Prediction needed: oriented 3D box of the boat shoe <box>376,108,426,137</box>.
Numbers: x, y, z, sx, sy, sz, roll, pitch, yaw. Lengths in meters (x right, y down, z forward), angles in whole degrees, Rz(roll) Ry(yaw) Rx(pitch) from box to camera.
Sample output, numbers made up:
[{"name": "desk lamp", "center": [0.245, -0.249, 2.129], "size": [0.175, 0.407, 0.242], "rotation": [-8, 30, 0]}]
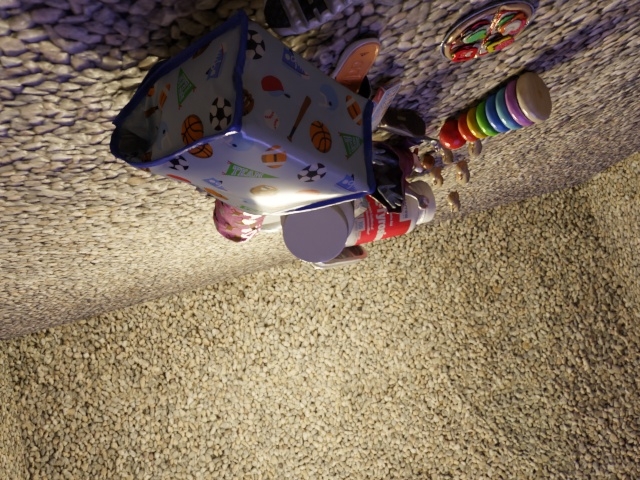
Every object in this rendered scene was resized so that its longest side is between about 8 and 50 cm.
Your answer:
[{"name": "boat shoe", "center": [0.213, -0.323, 1.433], "size": [0.190, 0.068, 0.072], "rotation": [7, 169, -41]}]

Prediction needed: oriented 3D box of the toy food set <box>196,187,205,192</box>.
[{"name": "toy food set", "center": [-0.240, -0.195, 1.323], "size": [0.232, 0.111, 0.104], "rotation": [-4, 137, -5]}]

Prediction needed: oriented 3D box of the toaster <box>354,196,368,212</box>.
[{"name": "toaster", "center": [0.054, -0.124, 1.801], "size": [0.227, 0.129, 0.146], "rotation": [-25, 175, 7]}]

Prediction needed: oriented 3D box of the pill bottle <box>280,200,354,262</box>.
[{"name": "pill bottle", "center": [-0.006, -0.089, 1.498], "size": [0.210, 0.210, 0.363], "rotation": [-18, -158, 11]}]

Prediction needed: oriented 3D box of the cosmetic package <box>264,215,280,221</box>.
[{"name": "cosmetic package", "center": [-0.213, -0.108, 1.850], "size": [0.231, 0.086, 0.117], "rotation": [-11, 169, -20]}]

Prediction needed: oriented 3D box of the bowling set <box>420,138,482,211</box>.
[{"name": "bowling set", "center": [0.432, -0.254, 1.806], "size": [0.199, 0.287, 0.154], "rotation": [16, 173, 20]}]

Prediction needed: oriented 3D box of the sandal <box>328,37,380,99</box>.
[{"name": "sandal", "center": [0.064, -0.328, 1.111], "size": [0.102, 0.076, 0.265], "rotation": [-13, 169, -15]}]

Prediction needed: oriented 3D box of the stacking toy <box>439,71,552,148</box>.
[{"name": "stacking toy", "center": [0.484, -0.358, 1.505], "size": [0.141, 0.141, 0.330], "rotation": [-7, 174, -40]}]

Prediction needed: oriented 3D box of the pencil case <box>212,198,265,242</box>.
[{"name": "pencil case", "center": [-0.231, -0.111, 1.577], "size": [0.160, 0.167, 0.386], "rotation": [-20, 173, -22]}]

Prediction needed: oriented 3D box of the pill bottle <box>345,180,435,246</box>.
[{"name": "pill bottle", "center": [0.237, -0.120, 2.051], "size": [0.407, 0.229, 0.229], "rotation": [-13, 169, -18]}]

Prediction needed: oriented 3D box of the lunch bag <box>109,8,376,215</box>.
[{"name": "lunch bag", "center": [-0.146, -0.182, 0.931], "size": [0.385, 0.239, 0.327], "rotation": [-14, 155, 42]}]

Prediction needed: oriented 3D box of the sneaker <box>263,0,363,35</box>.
[{"name": "sneaker", "center": [0.048, -0.383, 0.751], "size": [0.292, 0.110, 0.118], "rotation": [-21, 177, 27]}]

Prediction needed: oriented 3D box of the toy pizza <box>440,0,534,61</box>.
[{"name": "toy pizza", "center": [0.355, -0.435, 1.102], "size": [0.201, 0.032, 0.201], "rotation": [-15, 170, -3]}]

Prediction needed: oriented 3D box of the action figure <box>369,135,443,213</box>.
[{"name": "action figure", "center": [0.224, -0.221, 1.615], "size": [0.275, 0.248, 0.370], "rotation": [17, -154, 14]}]

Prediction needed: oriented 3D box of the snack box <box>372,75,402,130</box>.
[{"name": "snack box", "center": [0.140, -0.321, 1.265], "size": [0.064, 0.022, 0.178], "rotation": [-35, 168, -29]}]

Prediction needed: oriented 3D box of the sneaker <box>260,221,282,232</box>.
[{"name": "sneaker", "center": [-0.140, -0.108, 1.997], "size": [0.258, 0.094, 0.091], "rotation": [-19, 149, 1]}]

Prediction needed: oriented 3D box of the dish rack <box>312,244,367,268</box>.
[{"name": "dish rack", "center": [0.000, 0.000, 2.097], "size": [0.285, 0.333, 0.072], "rotation": [-7, 134, -41]}]
